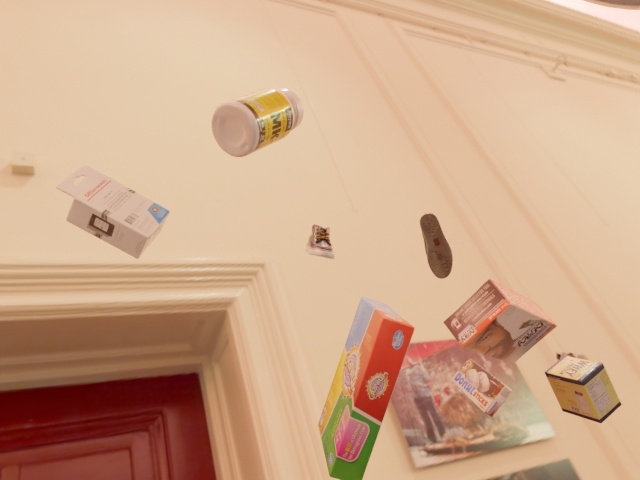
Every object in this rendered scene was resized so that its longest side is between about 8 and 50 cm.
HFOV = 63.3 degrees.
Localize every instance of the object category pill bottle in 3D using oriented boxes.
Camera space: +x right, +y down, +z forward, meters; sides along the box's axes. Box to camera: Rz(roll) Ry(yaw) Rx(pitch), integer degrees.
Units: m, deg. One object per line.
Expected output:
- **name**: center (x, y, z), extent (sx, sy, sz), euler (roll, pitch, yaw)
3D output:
- **pill bottle**: center (-0.132, -0.270, 1.155), extent (0.208, 0.119, 0.119), euler (-40, -13, -50)

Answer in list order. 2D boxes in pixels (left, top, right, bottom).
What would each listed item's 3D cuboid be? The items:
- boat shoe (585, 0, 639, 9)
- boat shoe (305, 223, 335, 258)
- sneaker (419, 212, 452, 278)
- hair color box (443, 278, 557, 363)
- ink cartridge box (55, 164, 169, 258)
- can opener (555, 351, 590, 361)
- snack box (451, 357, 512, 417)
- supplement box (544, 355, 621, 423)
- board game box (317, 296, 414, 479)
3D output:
- **boat shoe**: center (0.163, -0.310, 0.435), extent (0.156, 0.367, 0.135), euler (-26, -30, -54)
- **boat shoe**: center (0.000, 0.000, 1.405), extent (0.065, 0.183, 0.083), euler (13, -88, -16)
- **sneaker**: center (0.393, 0.017, 1.746), extent (0.083, 0.221, 0.118), euler (-13, -4, 13)
- **hair color box**: center (0.266, 0.123, 0.760), extent (0.167, 0.053, 0.093), euler (23, -64, -42)
- **ink cartridge box**: center (-0.388, -0.055, 0.965), extent (0.180, 0.104, 0.060), euler (30, -58, -8)
- **can opener**: center (0.640, 0.335, 1.298), extent (0.076, 0.095, 0.283), euler (-4, 0, 20)
- **snack box**: center (0.315, 0.287, 1.030), extent (0.022, 0.178, 0.064), euler (37, -90, -6)
- **supplement box**: center (0.451, 0.254, 0.895), extent (0.056, 0.083, 0.083), euler (-30, 8, -20)
- **board game box**: center (0.084, 0.292, 1.077), extent (0.064, 0.242, 0.316), euler (19, -89, -6)
